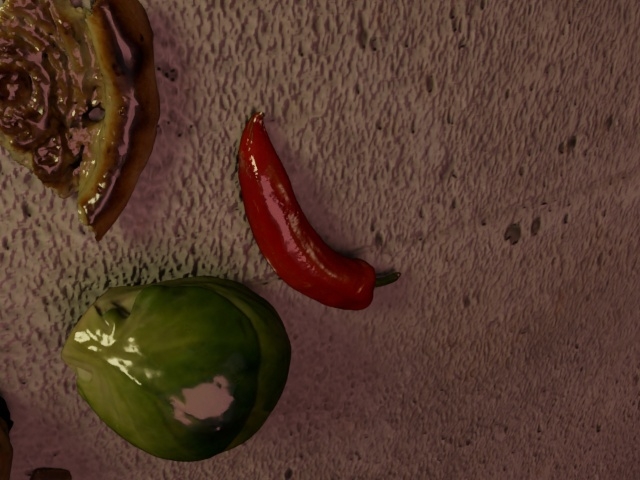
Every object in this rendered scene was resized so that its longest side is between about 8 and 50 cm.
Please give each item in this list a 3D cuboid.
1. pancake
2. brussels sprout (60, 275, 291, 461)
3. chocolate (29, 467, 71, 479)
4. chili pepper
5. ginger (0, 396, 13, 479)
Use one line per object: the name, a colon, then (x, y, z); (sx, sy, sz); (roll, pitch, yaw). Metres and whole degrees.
pancake: (-0.245, -0.150, 0.691); (0.212, 0.056, 0.257); (-39, 127, -5)
brussels sprout: (-0.174, 0.150, 0.806); (0.271, 0.210, 0.220); (23, 98, -19)
chocolate: (-0.383, 0.365, 0.904); (0.064, 0.031, 0.101); (26, 100, -41)
chili pepper: (-0.007, 0.002, 0.887); (0.137, 0.091, 0.368); (-51, 131, -10)
ginger: (-0.463, 0.312, 0.719); (0.200, 0.223, 0.270); (14, 112, -25)
